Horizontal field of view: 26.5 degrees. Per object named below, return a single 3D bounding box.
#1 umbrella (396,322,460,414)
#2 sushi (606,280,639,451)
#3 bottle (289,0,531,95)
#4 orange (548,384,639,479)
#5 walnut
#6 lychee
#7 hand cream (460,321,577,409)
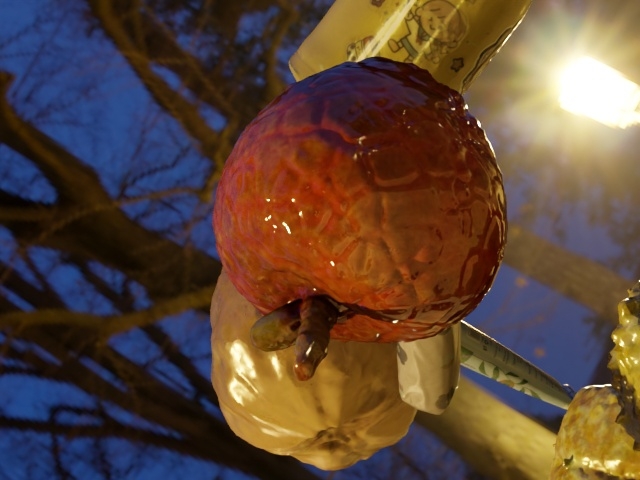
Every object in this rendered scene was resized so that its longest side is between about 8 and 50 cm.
[{"bbox_3d":[0.109,0.055,1.393,0.337,0.067,0.073,83,-163,-47],"label":"umbrella"},{"bbox_3d":[0.479,0.118,1.299,0.397,0.351,0.240,-27,-33,0],"label":"sushi"},{"bbox_3d":[0.135,-0.265,1.390,0.351,0.171,0.171,-52,-21,14],"label":"bottle"},{"bbox_3d":[0.422,0.369,1.759,0.210,0.271,0.368,-34,-69,-34],"label":"orange"},{"bbox_3d":[-0.006,0.143,2.005,0.383,0.384,0.383,-45,-28,-31],"label":"walnut"},{"bbox_3d":[0.031,-0.015,1.104,0.255,0.255,0.300,59,-138,-64],"label":"lychee"},{"bbox_3d":[0.257,0.171,1.876,0.055,0.256,0.088,-61,18,10],"label":"hand cream"}]
